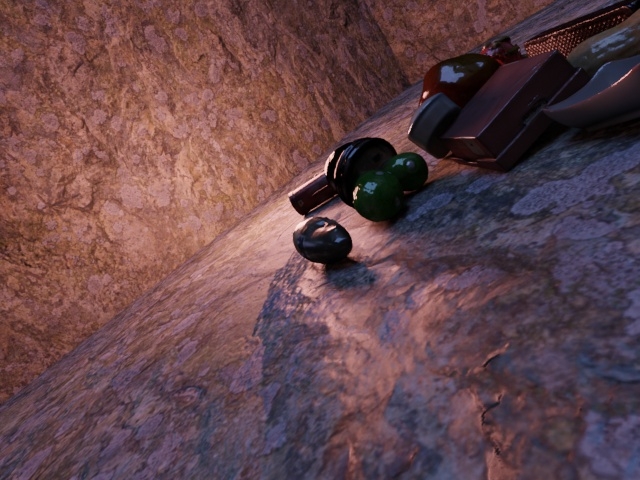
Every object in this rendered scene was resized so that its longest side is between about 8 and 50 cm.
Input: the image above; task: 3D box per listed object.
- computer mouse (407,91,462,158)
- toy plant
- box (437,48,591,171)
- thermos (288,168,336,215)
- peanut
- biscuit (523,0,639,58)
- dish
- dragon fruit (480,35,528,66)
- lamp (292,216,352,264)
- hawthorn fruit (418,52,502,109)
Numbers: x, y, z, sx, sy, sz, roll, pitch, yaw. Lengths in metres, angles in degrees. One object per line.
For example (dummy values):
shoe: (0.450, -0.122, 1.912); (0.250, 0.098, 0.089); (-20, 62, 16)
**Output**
computer mouse: (0.269, -0.264, 0.984); (0.128, 0.079, 0.230); (-50, -25, 17)
toy plant: (0.122, -0.139, 0.970); (0.218, 0.176, 0.235); (-35, 39, -26)
box: (0.352, -0.244, 0.828); (0.215, 0.086, 0.215); (-49, 12, 8)
thermos: (0.008, -0.179, 1.450); (0.232, 0.099, 0.124); (-30, 11, 21)
peanut: (0.541, -0.333, 0.734); (0.123, 0.124, 0.256); (-43, 15, -30)
biscuit: (0.616, -0.461, 0.987); (0.073, 0.107, 0.388); (-31, 15, 4)
dish: (0.452, -0.224, 0.615); (0.151, 0.077, 0.212); (-35, 4, -5)
dragon fruit: (0.584, -0.565, 1.357); (0.207, 0.150, 0.133); (-12, 6, -19)
lamp: (0.000, 0.000, 0.899); (0.101, 0.101, 0.250); (-38, 18, -13)
hawthorn fruit: (0.378, -0.366, 1.089); (0.208, 0.208, 0.248); (-38, 31, -14)
